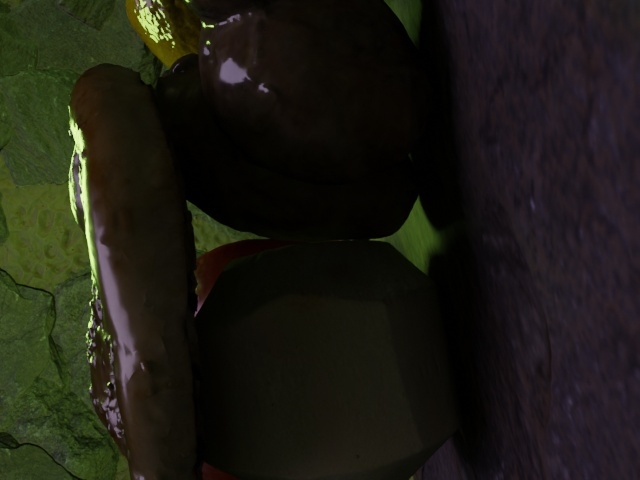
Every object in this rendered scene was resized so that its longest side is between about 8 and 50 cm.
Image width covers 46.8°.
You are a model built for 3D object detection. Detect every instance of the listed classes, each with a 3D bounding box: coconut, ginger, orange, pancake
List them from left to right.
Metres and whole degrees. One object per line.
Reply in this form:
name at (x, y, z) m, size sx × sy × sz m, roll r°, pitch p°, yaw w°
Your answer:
pancake at (-0.153, 0.048, 0.601) m, size 0.387 × 0.082 × 0.387 m, roll 171°, pitch 90°, yaw -74°
orange at (-0.232, -0.484, 1.489) m, size 0.357 × 0.321 × 0.322 m, roll 18°, pitch -120°, yaw -76°
ginger at (-0.022, -0.109, 0.553) m, size 0.244 × 0.155 × 0.304 m, roll 38°, pitch 151°, yaw 8°
coconut at (0.003, 0.119, 0.621) m, size 0.241 × 0.241 × 0.241 m, roll 170°, pitch 90°, yaw -86°

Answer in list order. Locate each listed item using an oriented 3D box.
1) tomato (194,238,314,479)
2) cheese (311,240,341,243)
tomato at (-0.058, 0.163, 0.923) m, size 0.325 × 0.289 × 0.293 m, roll -48°, pitch 49°, yaw 33°
cheese at (0.000, 0.000, 1.253) m, size 0.156 × 0.064 × 0.250 m, roll -33°, pitch 74°, yaw 50°
